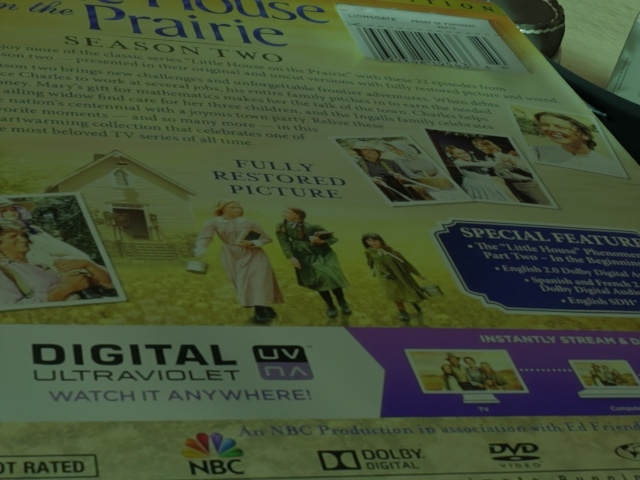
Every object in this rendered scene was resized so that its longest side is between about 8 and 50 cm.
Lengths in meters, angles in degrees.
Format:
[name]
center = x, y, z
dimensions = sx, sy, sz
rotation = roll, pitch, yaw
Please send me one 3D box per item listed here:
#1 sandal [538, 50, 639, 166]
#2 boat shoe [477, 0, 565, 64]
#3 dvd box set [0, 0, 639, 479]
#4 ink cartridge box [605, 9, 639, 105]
[sandal]
center = 0.137, -0.073, 0.798
dimensions = 0.254, 0.097, 0.054
rotation = 17, 34, -1
[boat shoe]
center = 0.049, -0.186, 0.923
dimensions = 0.324, 0.096, 0.116
rotation = 4, 35, -19
[dvd box set]
center = 0.000, 0.000, 0.487
dimensions = 0.308, 0.062, 0.420
rotation = 2, 33, -19
[ink cartridge box]
center = 0.298, -0.117, 0.940
dimensions = 0.143, 0.090, 0.092
rotation = 23, 34, 11
